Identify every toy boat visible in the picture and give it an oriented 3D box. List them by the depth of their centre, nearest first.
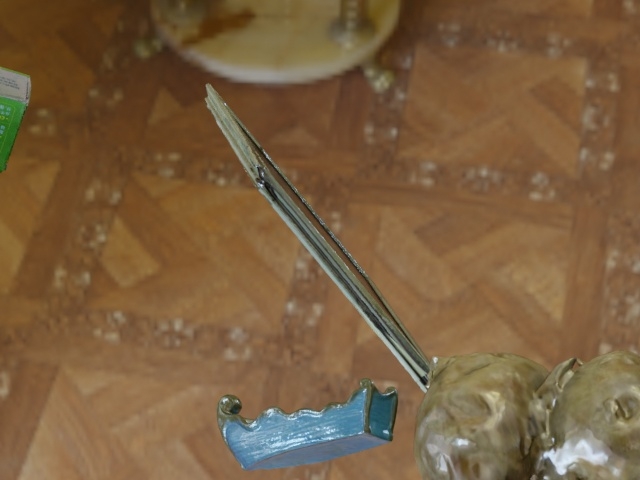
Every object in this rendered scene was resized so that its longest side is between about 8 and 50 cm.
[{"bbox_3d":[-0.017,0.165,1.568,0.185,0.075,0.077,-18,66,29],"label":"toy boat"}]

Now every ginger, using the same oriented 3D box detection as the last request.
[{"bbox_3d":[0.151,0.105,0.873,0.204,0.080,0.104,1,41,9],"label":"ginger"}]

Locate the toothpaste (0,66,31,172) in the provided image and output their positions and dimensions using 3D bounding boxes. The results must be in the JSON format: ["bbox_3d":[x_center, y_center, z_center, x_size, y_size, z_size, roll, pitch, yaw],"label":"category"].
[{"bbox_3d":[-0.227,-0.078,0.777,0.178,0.043,0.037,16,26,-17],"label":"toothpaste"}]

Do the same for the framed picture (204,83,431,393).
[{"bbox_3d":[0.000,0.000,1.055,0.014,0.197,0.252,-39,19,2],"label":"framed picture"}]
